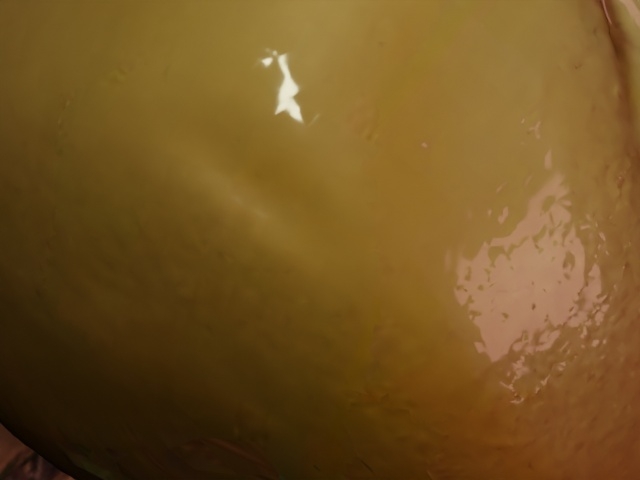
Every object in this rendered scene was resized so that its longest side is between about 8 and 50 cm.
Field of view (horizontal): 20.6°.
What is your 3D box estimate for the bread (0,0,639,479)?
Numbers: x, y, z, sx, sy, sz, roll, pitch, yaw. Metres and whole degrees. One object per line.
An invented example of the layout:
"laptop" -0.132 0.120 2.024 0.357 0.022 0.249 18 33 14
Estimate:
"bread" 0.000 0.000 0.753 0.253 0.376 0.348 -54 132 -31
